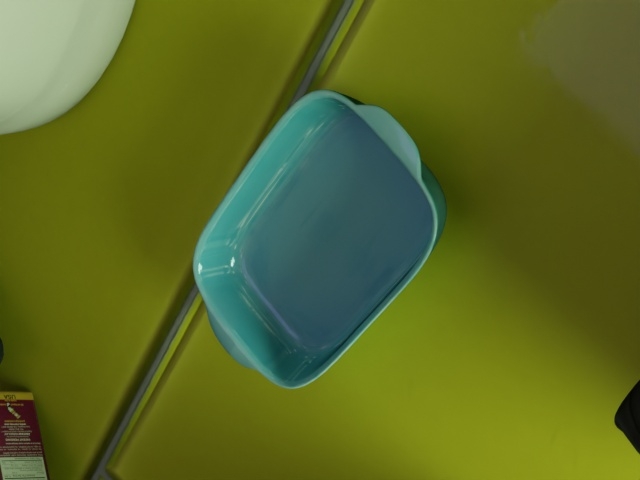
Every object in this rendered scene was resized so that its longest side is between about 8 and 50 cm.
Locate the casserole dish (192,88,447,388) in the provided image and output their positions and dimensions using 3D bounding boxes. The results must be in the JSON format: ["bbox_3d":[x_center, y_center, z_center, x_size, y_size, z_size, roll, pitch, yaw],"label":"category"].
[{"bbox_3d":[0.000,0.000,0.590,0.114,0.037,0.188,50,127,15],"label":"casserole dish"}]

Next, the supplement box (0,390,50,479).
[{"bbox_3d":[-0.237,0.161,0.792,0.055,0.043,0.083,-45,53,36],"label":"supplement box"}]

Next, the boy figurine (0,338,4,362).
[{"bbox_3d":[-0.354,0.114,0.844,0.285,0.092,0.177,-37,57,36],"label":"boy figurine"}]

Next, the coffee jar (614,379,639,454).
[{"bbox_3d":[0.208,0.046,0.419,0.096,0.079,0.184,49,126,16],"label":"coffee jar"}]

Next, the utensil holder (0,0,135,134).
[{"bbox_3d":[-0.346,-0.196,0.575,0.327,0.385,0.328,11,109,35],"label":"utensil holder"}]
